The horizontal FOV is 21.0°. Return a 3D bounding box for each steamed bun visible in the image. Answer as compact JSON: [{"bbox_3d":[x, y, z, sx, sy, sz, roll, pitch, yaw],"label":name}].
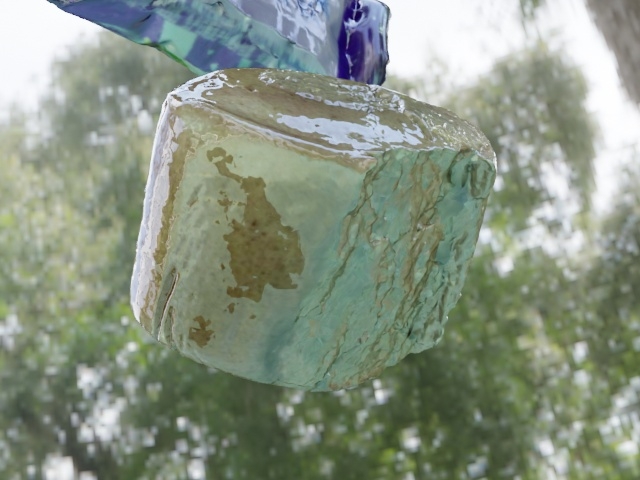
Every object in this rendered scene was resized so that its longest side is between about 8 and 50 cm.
[{"bbox_3d":[0.000,0.000,0.805,0.175,0.106,0.145,-2,-67,-38],"label":"steamed bun"}]

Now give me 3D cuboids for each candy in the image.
[{"bbox_3d":[-0.065,-0.162,1.177,0.275,0.145,0.070,26,-38,-20],"label":"candy"}]
